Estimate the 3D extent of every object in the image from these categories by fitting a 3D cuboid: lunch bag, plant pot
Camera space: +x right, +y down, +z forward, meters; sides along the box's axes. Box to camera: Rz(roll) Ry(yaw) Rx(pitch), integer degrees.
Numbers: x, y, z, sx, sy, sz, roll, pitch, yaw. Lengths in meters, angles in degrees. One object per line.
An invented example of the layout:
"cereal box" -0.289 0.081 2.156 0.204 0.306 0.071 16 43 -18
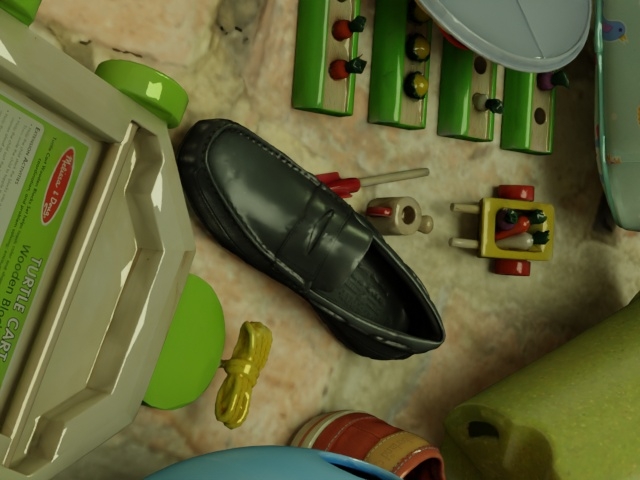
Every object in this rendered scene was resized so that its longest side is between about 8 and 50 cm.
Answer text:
"lunch bag" 0.294 -0.149 1.063 0.224 0.108 0.279 -8 98 -59
"plant pot" 0.230 0.161 0.969 0.254 0.276 0.276 -17 101 -26

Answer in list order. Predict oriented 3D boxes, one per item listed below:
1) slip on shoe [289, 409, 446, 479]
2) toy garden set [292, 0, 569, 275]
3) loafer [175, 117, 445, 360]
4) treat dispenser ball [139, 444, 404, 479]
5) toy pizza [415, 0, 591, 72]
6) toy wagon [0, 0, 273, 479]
"slip on shoe" 0.067 0.271 0.915 0.123 0.101 0.331 -27 108 -38
"toy garden set" 0.090 -0.082 0.963 0.244 0.049 0.203 6 86 -39
"loafer" 0.000 0.000 0.870 0.223 0.078 0.076 44 64 -31
"treat dispenser ball" -0.025 0.253 0.717 0.288 0.288 0.288 0 91 -39
"toy pizza" 0.110 -0.202 0.959 0.201 0.032 0.201 20 54 -29
"toy wagon" -0.155 0.022 0.731 0.344 0.068 0.267 35 69 -48
